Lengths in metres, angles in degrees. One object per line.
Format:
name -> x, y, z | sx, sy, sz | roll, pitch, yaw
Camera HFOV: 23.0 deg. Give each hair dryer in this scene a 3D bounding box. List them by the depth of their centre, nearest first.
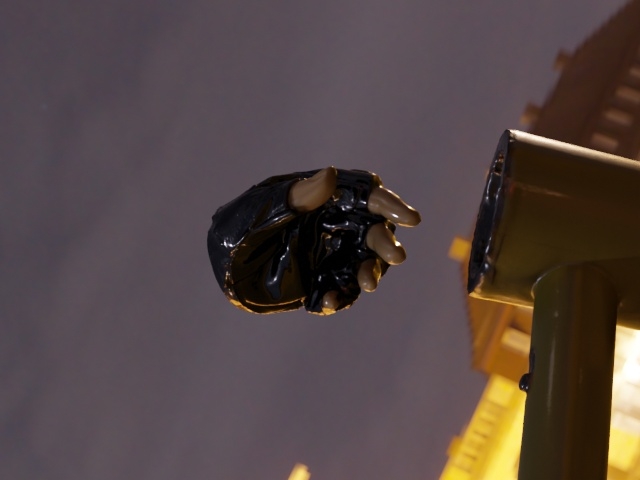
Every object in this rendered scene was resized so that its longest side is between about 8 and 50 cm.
hair dryer -> 0.135, 0.068, 0.767 | 0.090, 0.135, 0.278 | 105, 179, -48

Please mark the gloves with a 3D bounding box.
gloves -> 0.000, 0.000, 1.400 | 0.124, 0.203, 0.164 | -82, -29, -42
